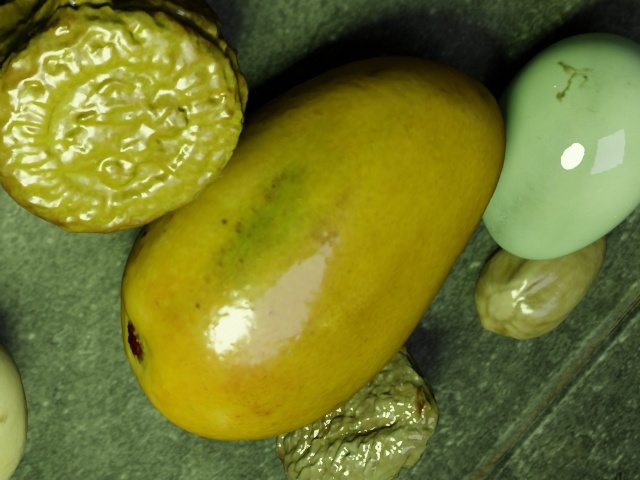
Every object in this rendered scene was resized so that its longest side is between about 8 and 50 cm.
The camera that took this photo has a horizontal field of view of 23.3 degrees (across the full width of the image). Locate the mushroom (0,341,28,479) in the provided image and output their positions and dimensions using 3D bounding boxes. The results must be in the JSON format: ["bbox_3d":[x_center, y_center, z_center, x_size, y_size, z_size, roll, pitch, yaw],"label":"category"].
[{"bbox_3d":[-0.371,0.167,1.442,0.207,0.207,0.215,-31,172,-7],"label":"mushroom"}]

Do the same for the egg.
[{"bbox_3d":[0.259,-0.093,1.607,0.183,0.183,0.264,5,128,-36],"label":"egg"}]

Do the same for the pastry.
[{"bbox_3d":[-0.185,-0.122,1.331,0.240,0.132,0.235,-33,137,-5],"label":"pastry"}]

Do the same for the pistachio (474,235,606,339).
[{"bbox_3d":[0.257,0.038,1.775,0.185,0.108,0.126,-41,160,-7],"label":"pistachio"}]

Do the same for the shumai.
[{"bbox_3d":[0.064,0.212,1.763,0.206,0.166,0.176,-28,151,26],"label":"shumai"}]

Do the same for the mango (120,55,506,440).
[{"bbox_3d":[0.000,0.000,1.491,0.446,0.232,0.300,-42,135,-5],"label":"mango"}]
